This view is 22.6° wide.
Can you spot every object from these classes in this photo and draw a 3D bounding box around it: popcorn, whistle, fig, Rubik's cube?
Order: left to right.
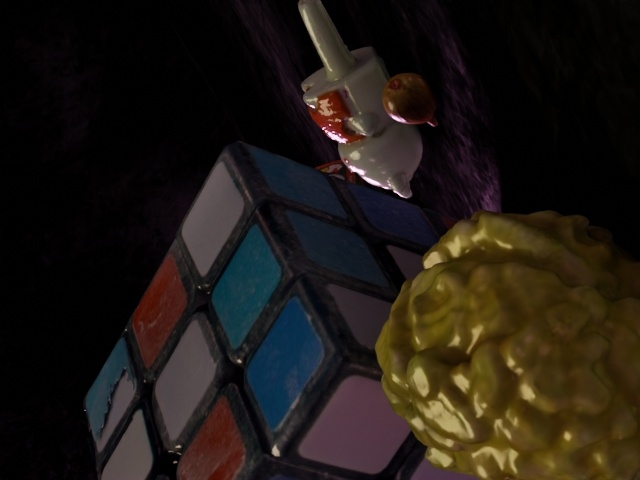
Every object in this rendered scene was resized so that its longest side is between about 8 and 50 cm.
[{"bbox_3d":[0.019,0.168,1.479,0.362,0.358,0.363,23,-159,-28],"label":"Rubik's cube"},{"bbox_3d":[0.040,-0.148,1.721,0.102,0.106,0.253,18,141,58],"label":"whistle"},{"bbox_3d":[0.095,-0.133,1.580,0.083,0.050,0.050,35,-164,-48],"label":"fig"},{"bbox_3d":[0.164,0.084,1.175,0.259,0.259,0.212,-152,72,-81],"label":"popcorn"}]

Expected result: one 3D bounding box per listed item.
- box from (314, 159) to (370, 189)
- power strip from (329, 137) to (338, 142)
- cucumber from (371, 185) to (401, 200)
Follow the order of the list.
[{"bbox_3d":[0.000,0.000,2.317,0.195,0.178,0.148,-91,-24,-66],"label":"box"},{"bbox_3d":[0.024,-0.157,2.239,0.038,0.029,0.111,61,175,-14],"label":"power strip"},{"bbox_3d":[0.096,-0.014,2.152,0.078,0.062,0.211,62,175,-20],"label":"cucumber"}]
